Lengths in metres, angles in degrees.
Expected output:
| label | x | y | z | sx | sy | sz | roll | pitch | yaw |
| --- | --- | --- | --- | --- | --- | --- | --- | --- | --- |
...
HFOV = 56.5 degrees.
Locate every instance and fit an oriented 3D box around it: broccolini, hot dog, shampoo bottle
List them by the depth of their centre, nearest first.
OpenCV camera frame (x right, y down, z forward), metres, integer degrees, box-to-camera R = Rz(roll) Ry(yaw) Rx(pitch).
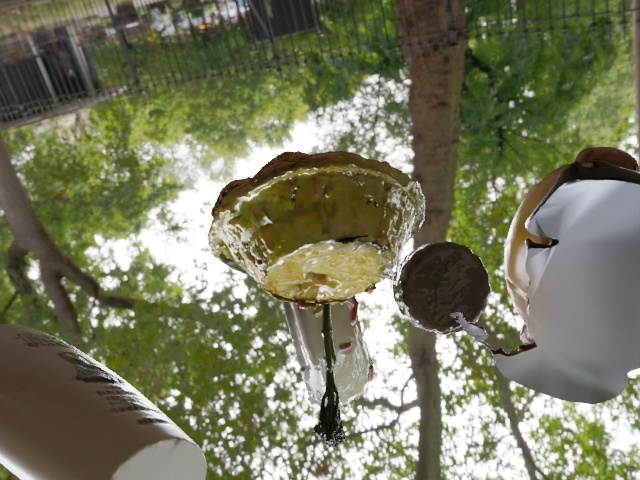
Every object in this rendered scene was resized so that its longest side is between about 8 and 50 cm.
| label | x | y | z | sx | sy | sz | roll | pitch | yaw |
| --- | --- | --- | --- | --- | --- | --- | --- | --- | --- |
| shampoo bottle | -0.193 | 0.117 | 0.426 | 0.256 | 0.078 | 0.127 | 16 | 177 | 36 |
| hot dog | 0.231 | 0.024 | 0.536 | 0.193 | 0.326 | 0.107 | 15 | -125 | 3 |
| broccolini | 0.017 | 0.177 | 0.839 | 0.042 | 0.218 | 0.044 | -3 | 168 | 24 |

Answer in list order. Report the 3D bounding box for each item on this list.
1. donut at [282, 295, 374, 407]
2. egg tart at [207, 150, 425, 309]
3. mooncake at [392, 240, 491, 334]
| label | x | y | z | sx | sy | sz | roll | pitch | yaw |
| --- | --- | --- | --- | --- | --- | --- | --- | --- | --- |
| donut | 0.001 | 0.149 | 1.199 | 0.142 | 0.383 | 0.383 | -16 | -156 | -5 |
| egg tart | -0.001 | 0.001 | 0.561 | 0.212 | 0.213 | 0.090 | -11 | -121 | 7 |
| mooncake | 0.287 | 0.113 | 1.441 | 0.228 | 0.229 | 0.124 | -18 | -175 | -10 |
